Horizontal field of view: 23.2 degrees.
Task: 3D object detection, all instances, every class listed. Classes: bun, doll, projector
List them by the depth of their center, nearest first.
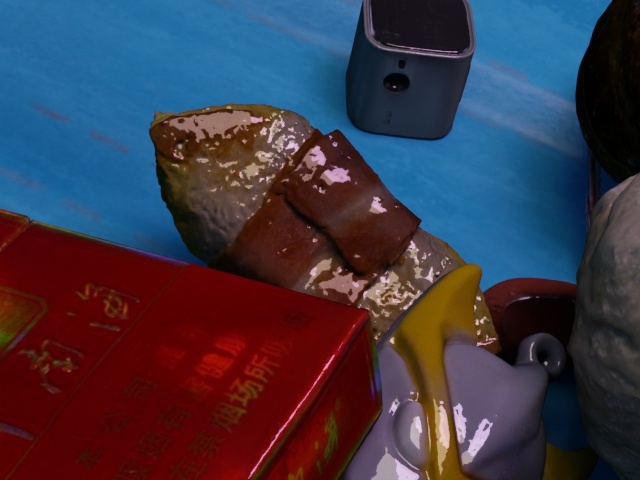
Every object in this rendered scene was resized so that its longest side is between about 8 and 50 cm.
[{"bbox_3d":[0.040,0.140,0.884,0.145,0.103,0.316,44,58,16],"label":"doll"},{"bbox_3d":[0.225,0.056,0.923,0.153,0.244,0.244,1,35,36],"label":"bun"},{"bbox_3d":[0.066,-0.135,1.169,0.083,0.082,0.083,5,46,-7],"label":"projector"}]

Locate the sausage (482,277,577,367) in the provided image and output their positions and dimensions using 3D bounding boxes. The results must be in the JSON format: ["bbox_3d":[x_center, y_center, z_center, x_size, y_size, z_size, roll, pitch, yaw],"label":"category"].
[{"bbox_3d":[0.146,0.054,1.025,0.094,0.059,0.054,5,3,-8],"label":"sausage"}]

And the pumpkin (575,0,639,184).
[{"bbox_3d":[0.342,-0.103,1.061,0.317,0.139,0.222,24,69,7],"label":"pumpkin"}]

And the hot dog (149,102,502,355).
[{"bbox_3d":[-0.003,0.002,1.002,0.123,0.093,0.261,-45,94,-4],"label":"hot dog"}]

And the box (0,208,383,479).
[{"bbox_3d":[-0.150,0.089,0.832,0.313,0.089,0.197,14,47,26],"label":"box"}]

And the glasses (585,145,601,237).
[{"bbox_3d":[0.304,-0.052,1.124,0.234,0.118,0.268,15,45,0],"label":"glasses"}]
